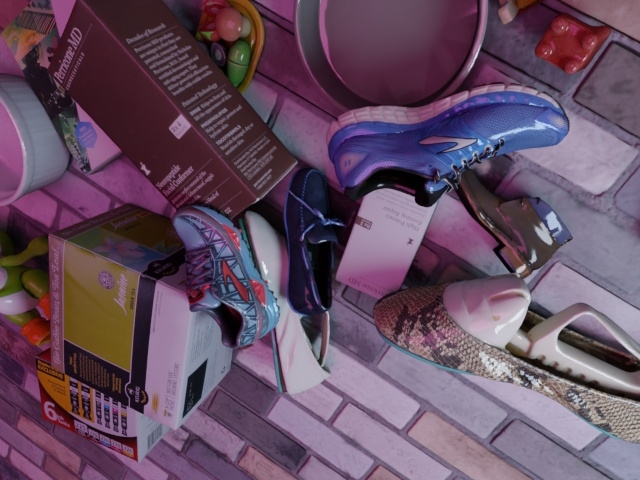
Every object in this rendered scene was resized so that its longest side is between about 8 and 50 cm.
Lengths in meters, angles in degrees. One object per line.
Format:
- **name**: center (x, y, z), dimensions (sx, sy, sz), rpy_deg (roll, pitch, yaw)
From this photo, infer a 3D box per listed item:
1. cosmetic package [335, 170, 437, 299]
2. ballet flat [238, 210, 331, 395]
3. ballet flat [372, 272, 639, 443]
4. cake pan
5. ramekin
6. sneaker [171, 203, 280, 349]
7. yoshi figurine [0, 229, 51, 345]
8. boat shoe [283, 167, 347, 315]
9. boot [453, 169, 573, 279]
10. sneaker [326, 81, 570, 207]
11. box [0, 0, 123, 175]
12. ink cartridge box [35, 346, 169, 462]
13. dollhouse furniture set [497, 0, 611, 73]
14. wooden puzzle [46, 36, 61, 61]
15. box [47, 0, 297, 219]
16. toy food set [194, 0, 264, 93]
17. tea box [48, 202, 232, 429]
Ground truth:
- **cosmetic package**: center (0.118, -0.017, 0.828), dimensions (0.117, 0.085, 0.231), rpy_deg (23, 116, 13)
- **ballet flat**: center (-0.055, 0.119, 0.941), dimensions (0.139, 0.139, 0.400), rpy_deg (-1, 114, 22)
- **ballet flat**: center (0.330, 0.150, 0.743), dimensions (0.483, 0.164, 0.182), rpy_deg (23, 130, 1)
- **cake pan**: center (0.098, -0.322, 0.709), dimensions (0.293, 0.054, 0.293), rpy_deg (14, 119, 25)
- **ramekin**: center (-0.678, -0.222, 1.036), dimensions (0.277, 0.135, 0.277), rpy_deg (8, 113, 19)
- **sneaker**: center (-0.169, 0.061, 0.793), dimensions (0.104, 0.125, 0.261), rpy_deg (-27, 100, 40)
- **yoshi figurine**: center (-0.750, 0.077, 1.182), dimensions (0.362, 0.203, 0.203), rpy_deg (40, 144, -1)
- **boat shoe**: center (0.000, 0.000, 0.844), dimensions (0.089, 0.109, 0.258), rpy_deg (-4, 90, 48)
- **boot**: center (0.294, -0.053, 0.762), dimensions (0.106, 0.082, 0.219), rpy_deg (-34, 94, 9)
- **sneaker**: center (0.178, -0.118, 0.689), dimensions (0.330, 0.130, 0.147), rpy_deg (-9, 71, 9)
- **box**: center (-0.464, -0.319, 0.956), dimensions (0.232, 0.058, 0.321), rpy_deg (-23, 99, 28)
- **ink cartridge box**: center (-0.542, 0.359, 1.217), dimensions (0.310, 0.130, 0.271), rpy_deg (14, 114, 17)
- **dollhouse furniture set**: center (0.419, -0.333, 0.569), dimensions (0.374, 0.152, 0.201), rpy_deg (-17, 104, 44)
- **wooden puzzle**: center (-0.483, -0.354, 0.915), dimensions (0.083, 0.006, 0.049), rpy_deg (19, 116, 14)
- **box**: center (-0.242, -0.206, 0.810), dimensions (0.381, 0.143, 0.191), rpy_deg (50, 136, -11)
- **toy food set**: center (-0.168, -0.343, 0.819), dimensions (0.128, 0.071, 0.217), rpy_deg (30, 118, 8)
- **tea box**: center (-0.354, 0.145, 1.004), dimensions (0.324, 0.220, 0.328), rpy_deg (21, 117, 12)
